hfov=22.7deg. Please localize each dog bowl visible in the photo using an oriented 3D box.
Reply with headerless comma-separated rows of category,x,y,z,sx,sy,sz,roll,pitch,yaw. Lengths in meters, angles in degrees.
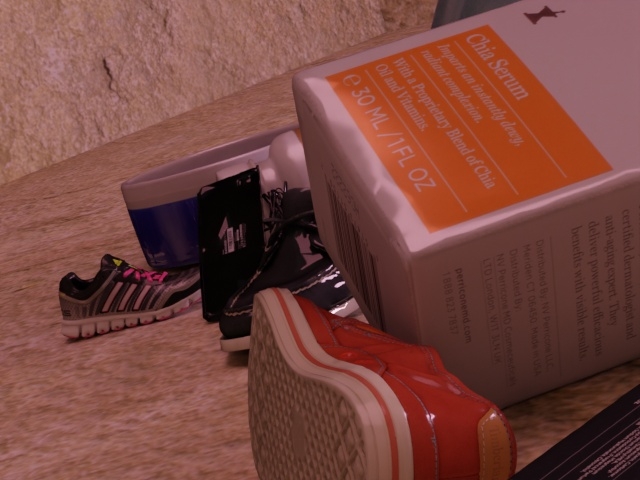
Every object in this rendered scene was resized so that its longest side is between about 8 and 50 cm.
dog bowl,-0.097,-0.058,1.892,0.265,0.104,0.265,-17,8,3

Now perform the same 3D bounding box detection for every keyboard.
keyboard,-0.071,0.006,1.591,0.100,0.038,0.192,-19,44,13

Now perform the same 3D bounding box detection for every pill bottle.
pill bottle,0.011,-0.064,1.714,0.229,0.131,0.131,-20,11,-6

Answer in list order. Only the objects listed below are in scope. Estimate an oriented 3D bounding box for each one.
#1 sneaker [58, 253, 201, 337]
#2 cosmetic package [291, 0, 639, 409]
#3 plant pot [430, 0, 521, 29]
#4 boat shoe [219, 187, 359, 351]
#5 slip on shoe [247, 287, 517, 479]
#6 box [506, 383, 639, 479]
sneaker,-0.193,0.046,1.628,0.170,0.074,0.063,-15,11,10
cosmetic package,0.234,-0.065,1.100,0.453,0.161,0.230,-19,41,-10
plant pot,0.273,-0.237,1.897,0.196,0.293,0.293,19,26,23
boat shoe,0.004,-0.001,1.459,0.127,0.113,0.340,-8,14,38
slip on shoe,0.021,0.102,0.969,0.101,0.123,0.331,-1,7,-17
box,0.229,0.096,0.670,0.261,0.103,0.184,-26,11,-41
